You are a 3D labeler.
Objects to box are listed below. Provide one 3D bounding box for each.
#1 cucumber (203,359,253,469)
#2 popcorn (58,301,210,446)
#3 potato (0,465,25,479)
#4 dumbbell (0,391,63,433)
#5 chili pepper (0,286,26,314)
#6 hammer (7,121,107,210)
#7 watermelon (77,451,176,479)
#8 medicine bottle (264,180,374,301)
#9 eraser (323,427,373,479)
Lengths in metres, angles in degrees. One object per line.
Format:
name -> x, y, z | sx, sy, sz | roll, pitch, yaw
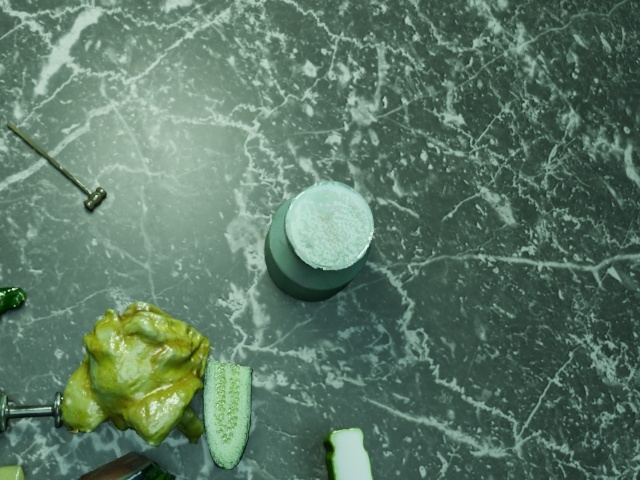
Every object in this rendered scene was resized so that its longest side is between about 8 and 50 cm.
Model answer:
cucumber -> -0.216, 0.398, 1.822 | 0.115, 0.063, 0.244 | 3, 78, -5
popcorn -> -0.363, 0.292, 1.693 | 0.321, 0.326, 0.290 | 17, 104, -22
potato -> -0.710, 0.556, 1.708 | 0.149, 0.081, 0.120 | 0, 47, 6
dumbbell -> -0.632, 0.373, 1.737 | 0.254, 0.110, 0.110 | -1, 78, -17
chili pepper -> -0.767, 0.158, 1.777 | 0.216, 0.062, 0.108 | -18, 88, -14
hammer -> -0.636, -0.184, 1.894 | 0.292, 0.029, 0.058 | 40, 72, 2
watermelon -> -0.428, 0.538, 1.710 | 0.231, 0.146, 0.128 | -24, 83, -17
medicine bottle -> 0.000, 0.000, 1.830 | 0.244, 0.290, 0.245 | 2, 77, -9
eraser -> 0.064, 0.519, 1.744 | 0.092, 0.274, 0.210 | -9, 78, -4
